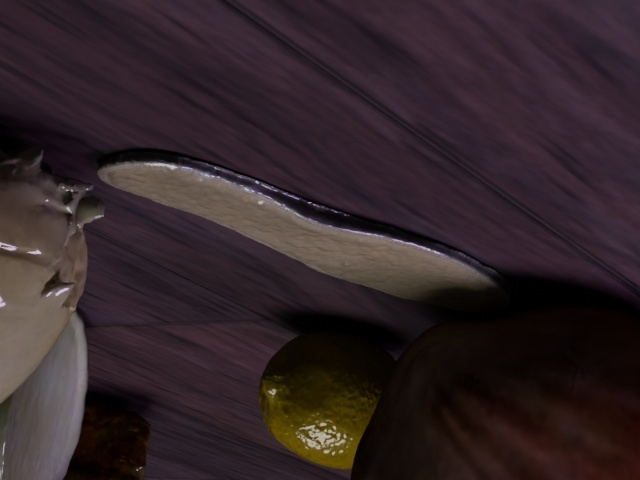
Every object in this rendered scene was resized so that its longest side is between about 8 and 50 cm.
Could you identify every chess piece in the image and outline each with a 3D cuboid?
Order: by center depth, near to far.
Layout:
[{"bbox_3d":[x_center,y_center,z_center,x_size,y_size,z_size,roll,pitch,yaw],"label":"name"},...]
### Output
[{"bbox_3d":[-0.284,0.086,1.157,0.251,0.144,0.144,10,164,11],"label":"chess piece"}]

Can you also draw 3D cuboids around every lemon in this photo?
[{"bbox_3d":[0.008,0.094,1.115,0.082,0.082,0.111,-6,159,38],"label":"lemon"}]

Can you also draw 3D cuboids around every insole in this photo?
[{"bbox_3d":[0.000,0.000,0.926,0.248,0.011,0.081,20,160,-35],"label":"insole"}]

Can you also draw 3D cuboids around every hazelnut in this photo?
[{"bbox_3d":[0.119,0.121,1.023,0.210,0.210,0.186,3,-173,15],"label":"hazelnut"}]

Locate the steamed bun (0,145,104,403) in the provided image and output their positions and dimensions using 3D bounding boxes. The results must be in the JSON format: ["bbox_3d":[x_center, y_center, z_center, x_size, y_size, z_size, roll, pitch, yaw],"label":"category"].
[{"bbox_3d":[-0.249,0.028,0.867,0.273,0.166,0.232,-5,158,37],"label":"steamed bun"}]

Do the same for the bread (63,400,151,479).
[{"bbox_3d":[-0.218,0.163,1.416,0.172,0.103,0.132,11,163,-6],"label":"bread"}]
